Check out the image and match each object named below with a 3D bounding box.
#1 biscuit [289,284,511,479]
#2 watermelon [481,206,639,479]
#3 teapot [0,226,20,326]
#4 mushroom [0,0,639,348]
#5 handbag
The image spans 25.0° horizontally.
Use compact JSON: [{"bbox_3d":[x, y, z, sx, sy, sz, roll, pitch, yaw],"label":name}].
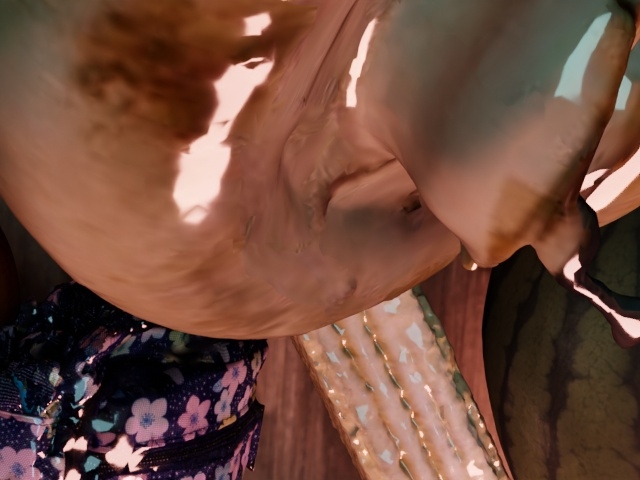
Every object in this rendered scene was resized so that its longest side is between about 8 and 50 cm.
[{"bbox_3d":[0.000,0.000,0.796,0.078,0.144,0.426,-27,109,-4],"label":"biscuit"},{"bbox_3d":[0.238,0.087,0.791,0.279,0.279,0.359,-34,118,-1],"label":"watermelon"},{"bbox_3d":[-0.270,0.026,0.768,0.252,0.135,0.178,44,58,0],"label":"teapot"},{"bbox_3d":[0.048,-0.103,0.533,0.362,0.362,0.294,-45,65,3],"label":"mushroom"},{"bbox_3d":[-0.107,0.116,0.778,0.127,0.228,0.208,24,105,23],"label":"handbag"}]
